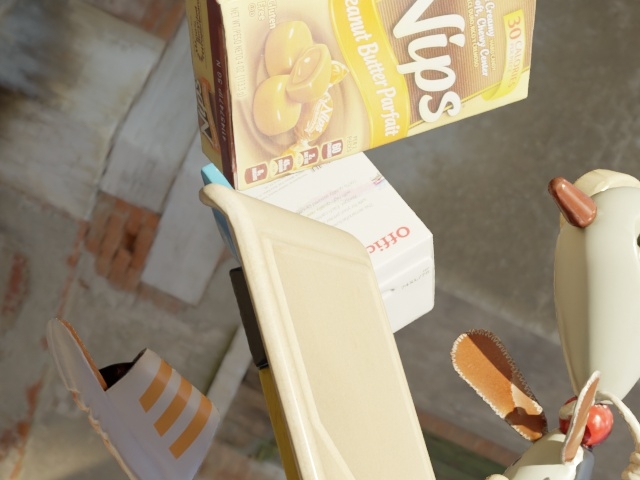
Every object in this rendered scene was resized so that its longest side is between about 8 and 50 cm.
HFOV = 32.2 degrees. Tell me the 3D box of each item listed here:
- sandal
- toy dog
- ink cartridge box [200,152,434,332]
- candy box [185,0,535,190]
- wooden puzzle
[{"bbox_3d":[-0.100,0.150,0.785,0.076,0.265,0.102,-36,-164,-16],"label":"sandal"},{"bbox_3d":[0.206,0.080,0.904,0.220,0.161,0.334,-13,-120,55],"label":"toy dog"},{"bbox_3d":[0.000,0.000,1.508,0.198,0.270,0.197,-30,149,-12],"label":"ink cartridge box"},{"bbox_3d":[0.043,-0.181,0.996,0.087,0.316,0.183,48,-30,45],"label":"candy box"},{"bbox_3d":[0.013,0.092,0.599,0.044,0.239,0.221,-24,168,14],"label":"wooden puzzle"}]
